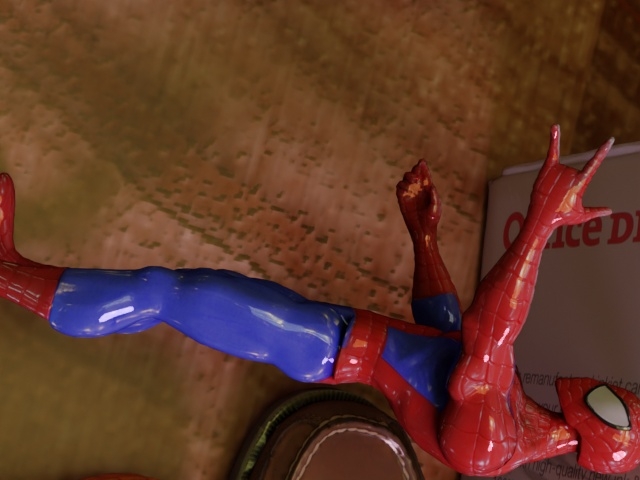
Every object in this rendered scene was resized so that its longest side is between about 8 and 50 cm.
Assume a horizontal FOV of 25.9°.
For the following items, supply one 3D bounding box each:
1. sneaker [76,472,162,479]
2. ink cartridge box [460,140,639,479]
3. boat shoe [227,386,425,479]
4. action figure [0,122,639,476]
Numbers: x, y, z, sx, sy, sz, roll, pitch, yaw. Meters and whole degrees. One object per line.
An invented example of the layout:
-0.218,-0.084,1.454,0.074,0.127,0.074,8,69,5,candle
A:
-0.108,0.137,0.503,0.221,0.087,0.083,-23,101,-49,sneaker
0.160,0.121,0.579,0.129,0.223,0.308,8,85,-21,ink cartridge box
0.012,0.217,0.581,0.110,0.104,0.307,4,86,-21,boat shoe
0.000,0.000,0.530,0.280,0.091,0.139,21,92,8,action figure
